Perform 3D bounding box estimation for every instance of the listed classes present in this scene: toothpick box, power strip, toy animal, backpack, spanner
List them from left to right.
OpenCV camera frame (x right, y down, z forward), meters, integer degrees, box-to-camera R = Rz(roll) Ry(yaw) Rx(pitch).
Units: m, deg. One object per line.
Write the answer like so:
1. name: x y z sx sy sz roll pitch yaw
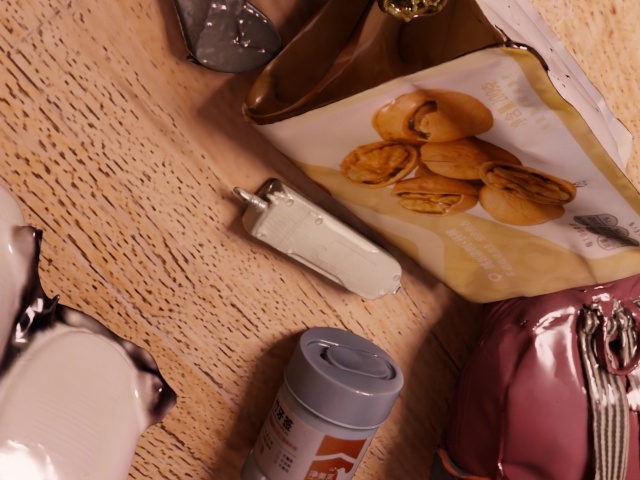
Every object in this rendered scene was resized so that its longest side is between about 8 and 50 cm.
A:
1. toy animal: -0.267 0.085 0.535 0.251 0.251 0.310 -37 120 0
2. spanner: -0.137 -0.212 0.540 0.325 0.026 0.093 35 102 -35
3. toothpick box: 0.000 0.168 0.791 0.101 0.101 0.153 10 115 -30
4. power strip: 0.000 0.000 0.730 0.191 0.030 0.047 31 104 -36
5. backpack: 0.253 0.164 0.847 0.283 0.197 0.317 -10 121 -16

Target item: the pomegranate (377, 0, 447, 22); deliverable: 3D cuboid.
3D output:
1. pomegranate: 0.023 -0.213 0.523 0.143 0.169 0.122 -14 130 -4

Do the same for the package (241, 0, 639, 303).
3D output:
1. package: 0.126 -0.093 0.679 0.221 0.165 0.311 -14 144 37
